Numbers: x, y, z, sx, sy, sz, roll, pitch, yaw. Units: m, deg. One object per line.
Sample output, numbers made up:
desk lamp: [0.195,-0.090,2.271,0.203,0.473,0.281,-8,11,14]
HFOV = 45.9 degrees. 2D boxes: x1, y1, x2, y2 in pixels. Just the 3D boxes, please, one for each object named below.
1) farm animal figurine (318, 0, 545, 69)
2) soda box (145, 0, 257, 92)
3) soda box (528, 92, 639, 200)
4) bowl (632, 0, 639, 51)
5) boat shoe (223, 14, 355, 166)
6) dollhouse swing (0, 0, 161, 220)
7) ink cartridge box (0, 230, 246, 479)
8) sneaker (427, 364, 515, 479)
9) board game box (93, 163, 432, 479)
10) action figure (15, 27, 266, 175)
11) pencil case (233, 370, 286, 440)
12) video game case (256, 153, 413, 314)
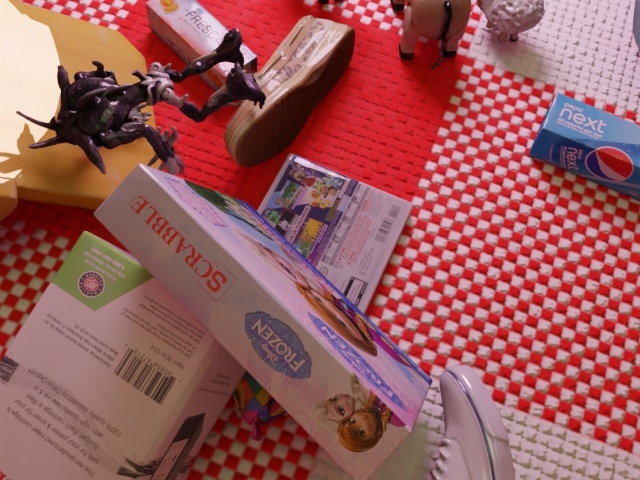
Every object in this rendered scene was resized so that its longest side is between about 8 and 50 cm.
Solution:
farm animal figurine: [0.131,-0.415,1.116,0.330,0.172,0.327,-19,66,-13]
soda box: [-0.172,-0.286,1.093,0.063,0.058,0.183,-39,72,-21]
soda box: [0.404,-0.121,1.042,0.210,0.067,0.071,24,64,9]
bowl: [0.593,-0.333,1.111,0.311,0.163,0.312,1,63,-3]
boat shoe: [-0.054,-0.211,1.046,0.089,0.105,0.285,28,55,15]
dollhouse swing: [-0.434,-0.134,0.997,0.315,0.305,0.347,-30,61,28]
ink cartridge box: [-0.218,0.161,0.772,0.198,0.115,0.273,29,83,20]
sneaker: [0.154,0.261,0.812,0.091,0.094,0.258,-4,64,-11]
board game box: [-0.030,0.071,0.761,0.318,0.318,0.066,43,95,10]
action figure: [-0.209,-0.153,0.913,0.275,0.141,0.164,-22,63,-12]
pencil case: [-0.106,0.106,0.874,0.104,0.104,0.236,-33,68,-19]
video game case: [0.000,0.000,0.977,0.183,0.023,0.201,23,65,8]
